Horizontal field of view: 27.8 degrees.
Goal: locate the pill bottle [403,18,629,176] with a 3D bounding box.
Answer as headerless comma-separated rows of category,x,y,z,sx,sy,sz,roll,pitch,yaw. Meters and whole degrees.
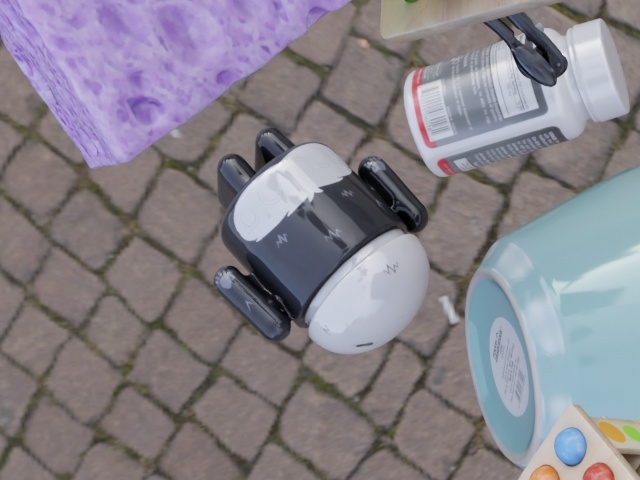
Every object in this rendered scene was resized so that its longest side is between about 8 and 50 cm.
pill bottle,0.274,-0.201,1.807,0.283,0.161,0.161,-16,84,22

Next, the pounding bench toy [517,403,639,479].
pounding bench toy,0.125,0.124,0.597,0.083,0.065,0.052,-62,40,24

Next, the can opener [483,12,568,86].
can opener,0.243,-0.273,1.644,0.059,0.073,0.186,-41,92,2

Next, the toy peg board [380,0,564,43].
toy peg board,0.076,-0.212,0.739,0.161,0.079,0.161,-6,78,48

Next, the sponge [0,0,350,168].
sponge,-0.006,-0.125,0.340,0.210,0.031,0.117,-39,104,-21

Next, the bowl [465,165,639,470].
bowl,0.234,0.098,1.152,0.163,0.311,0.311,-9,85,-12

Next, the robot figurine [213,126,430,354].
robot figurine,-0.002,0.002,1.479,0.278,0.173,0.209,46,108,17
